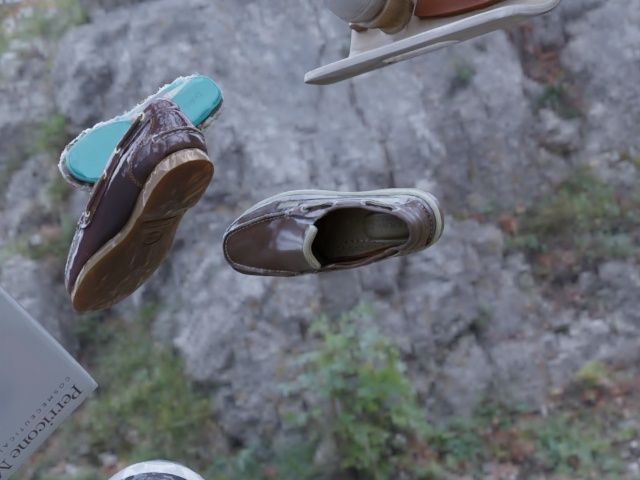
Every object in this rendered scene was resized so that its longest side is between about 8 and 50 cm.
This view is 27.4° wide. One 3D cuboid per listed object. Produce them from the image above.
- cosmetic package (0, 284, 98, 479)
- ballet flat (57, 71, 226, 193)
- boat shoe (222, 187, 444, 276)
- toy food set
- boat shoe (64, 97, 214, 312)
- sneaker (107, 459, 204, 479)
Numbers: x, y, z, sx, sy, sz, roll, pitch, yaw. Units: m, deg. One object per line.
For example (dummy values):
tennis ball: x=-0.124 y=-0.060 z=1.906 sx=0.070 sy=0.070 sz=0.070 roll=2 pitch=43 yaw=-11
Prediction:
cosmetic package: x=-0.341 y=0.050 z=0.908 sx=0.197 sy=0.155 sz=0.365 roll=-48 pitch=-38 yaw=-11
ballet flat: x=-0.204 y=-0.111 z=1.507 sx=0.241 sy=0.091 sz=0.077 roll=-35 pitch=-5 yaw=-36
boat shoe: x=-0.002 y=-0.008 z=1.405 sx=0.257 sy=0.095 sz=0.095 roll=-12 pitch=9 yaw=25
toy food set: x=0.077 y=-0.284 z=1.016 sx=0.092 sy=0.306 sz=0.219 roll=15 pitch=-18 yaw=-40
boat shoe: x=-0.151 y=-0.025 z=1.049 sx=0.073 sy=0.073 sz=0.207 roll=-5 pitch=-35 yaw=-45
sneaker: x=-0.133 y=0.227 z=0.898 sx=0.123 sy=0.296 sz=0.178 roll=19 pitch=28 yaw=-9
